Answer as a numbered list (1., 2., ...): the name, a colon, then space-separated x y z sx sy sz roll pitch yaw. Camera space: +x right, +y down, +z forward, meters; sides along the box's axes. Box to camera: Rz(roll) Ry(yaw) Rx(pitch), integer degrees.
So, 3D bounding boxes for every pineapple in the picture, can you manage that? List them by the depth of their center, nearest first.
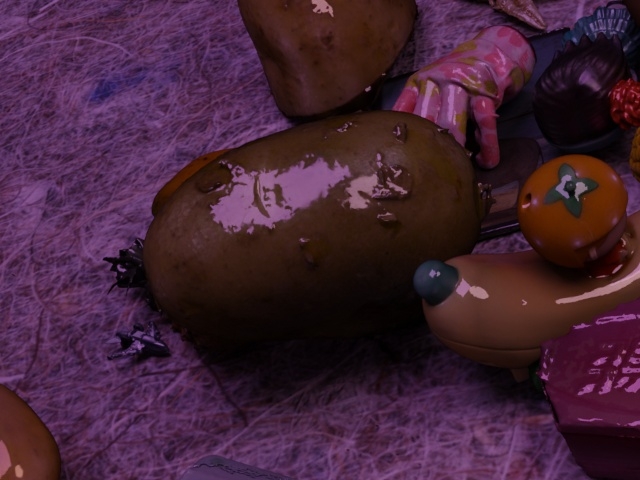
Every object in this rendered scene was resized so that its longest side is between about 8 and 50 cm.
1. pineapple: -0.165 0.051 1.901 0.125 0.125 0.251 -41 34 -18

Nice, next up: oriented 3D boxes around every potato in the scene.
1. potato: -0.002 -0.009 1.700 0.359 0.270 0.219 -9 59 -22
2. potato: -0.366 0.235 1.783 0.234 0.146 0.150 41 115 35
3. potato: -0.005 -0.310 2.124 0.242 0.242 0.285 2 47 31

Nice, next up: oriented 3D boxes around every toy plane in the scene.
1. toy plane: -0.209 0.117 1.910 0.083 0.031 0.078 6 36 38

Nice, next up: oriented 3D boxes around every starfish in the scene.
1. starfish: 0.258 -0.353 2.160 0.138 0.050 0.247 -35 42 -13

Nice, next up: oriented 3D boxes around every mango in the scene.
1. mango: -0.120 -0.059 1.985 0.115 0.089 0.165 15 27 30

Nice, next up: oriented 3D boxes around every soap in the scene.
1. soap: 0.325 0.142 1.531 0.250 0.099 0.162 -1 52 29

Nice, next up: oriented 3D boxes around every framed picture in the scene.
1. framed picture: 0.187 -0.118 1.963 0.265 0.016 0.347 -15 39 16

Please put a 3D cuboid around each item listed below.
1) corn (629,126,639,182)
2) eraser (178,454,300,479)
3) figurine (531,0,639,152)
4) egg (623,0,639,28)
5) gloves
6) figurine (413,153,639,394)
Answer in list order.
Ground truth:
1. corn: 0.411 -0.085 1.688 0.093 0.093 0.244 -41 20 -17
2. eraser: -0.054 0.300 1.577 0.227 0.081 0.174 9 47 38
3. figurine: 0.320 -0.195 1.878 0.138 0.110 0.245 -31 21 35
4. egg: 0.477 -0.315 1.790 0.301 0.301 0.374 -29 42 -3
5. gloves: 0.146 -0.148 1.915 0.145 0.126 0.241 20 50 37
6. figurine: 0.252 0.012 1.612 0.324 0.222 0.124 -26 36 3
